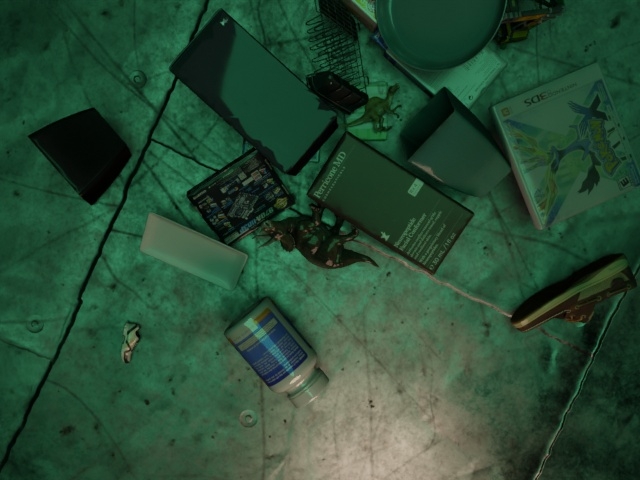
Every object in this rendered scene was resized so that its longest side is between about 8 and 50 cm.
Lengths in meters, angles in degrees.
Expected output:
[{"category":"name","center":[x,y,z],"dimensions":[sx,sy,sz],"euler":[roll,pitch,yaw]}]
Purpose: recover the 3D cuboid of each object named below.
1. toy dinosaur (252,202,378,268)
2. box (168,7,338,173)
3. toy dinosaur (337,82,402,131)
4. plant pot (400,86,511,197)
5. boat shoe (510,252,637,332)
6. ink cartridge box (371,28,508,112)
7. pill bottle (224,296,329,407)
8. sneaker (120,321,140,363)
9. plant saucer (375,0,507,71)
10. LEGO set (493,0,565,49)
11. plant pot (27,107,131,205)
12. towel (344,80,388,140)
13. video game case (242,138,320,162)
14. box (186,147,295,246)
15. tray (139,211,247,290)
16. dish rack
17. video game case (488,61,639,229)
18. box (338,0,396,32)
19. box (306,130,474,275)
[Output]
[{"category":"toy dinosaur","center":[0.000,0.000,1.771],"dimensions":[0.313,0.121,0.160],"euler":[29,105,-8]},{"category":"box","center":[-0.139,-0.327,1.604],"dimensions":[0.343,0.312,0.179],"euler":[42,94,-1]},{"category":"toy dinosaur","center":[0.141,-0.320,1.757],"dimensions":[0.183,0.053,0.092],"euler":[-37,78,10]},{"category":"plant pot","center":[0.346,-0.225,1.704],"dimensions":[0.234,0.165,0.165],"euler":[34,116,-19]},{"category":"boat shoe","center":[0.662,0.162,1.782],"dimensions":[0.342,0.123,0.123],"euler":[-29,93,-5]},{"category":"ink cartridge box","center":[0.299,-0.477,1.755],"dimensions":[0.311,0.065,0.186],"euler":[40,93,-6]},{"category":"pill bottle","center":[-0.105,0.290,1.755],"dimensions":[0.152,0.152,0.272],"euler":[-39,94,2]},{"category":"sneaker","center":[-0.497,0.269,1.800],"dimensions":[0.044,0.040,0.109],"euler":[6,94,-4]},{"category":"plant saucer","center":[0.280,-0.554,1.595],"dimensions":[0.318,0.044,0.317],"euler":[6,102,29]},{"category":"LEGO set","center":[0.428,-0.629,1.653],"dimensions":[0.192,0.255,0.331],"euler":[-12,102,-17]},{"category":"plant pot","center":[-0.575,-0.217,1.701],"dimensions":[0.167,0.187,0.188],"euler":[-40,94,-10]},{"category":"towel","center":[0.118,-0.335,1.784],"dimensions":[0.113,0.023,0.152],"euler":[0,96,1]},{"category":"video game case","center":[-0.096,-0.300,1.778],"dimensions":[0.201,0.023,0.183],"euler":[4,94,-3]},{"category":"box","center":[-0.202,-0.109,1.751],"dimensions":[0.220,0.051,0.175],"euler":[-34,111,2]},{"category":"tray","center":[-0.325,0.024,1.767],"dimensions":[0.270,0.030,0.145],"euler":[24,128,-3]},{"category":"dish rack","center":[0.037,-0.463,1.678],"dimensions":[0.074,0.208,0.271],"euler":[-15,75,28]},{"category":"video game case","center":[0.608,-0.233,1.695],"dimensions":[0.300,0.036,0.329],"euler":[-23,94,-6]},{"category":"box","center":[0.099,-0.637,1.717],"dimensions":[0.203,0.103,0.114],"euler":[41,92,-4]},{"category":"box","center":[0.174,-0.098,1.735],"dimensions":[0.381,0.143,0.191],"euler":[32,99,-1]}]
